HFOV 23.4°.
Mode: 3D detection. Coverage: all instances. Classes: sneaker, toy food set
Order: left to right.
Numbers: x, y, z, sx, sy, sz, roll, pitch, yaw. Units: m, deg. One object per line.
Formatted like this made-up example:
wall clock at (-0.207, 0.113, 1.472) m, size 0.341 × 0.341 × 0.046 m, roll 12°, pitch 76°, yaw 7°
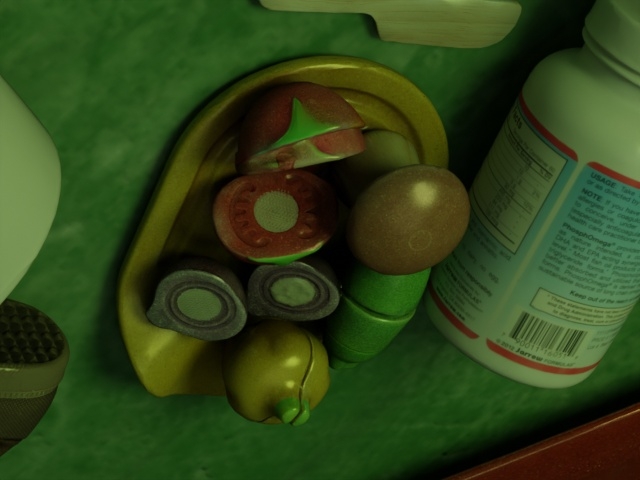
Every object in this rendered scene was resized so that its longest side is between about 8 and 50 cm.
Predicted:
sneaker at (-0.194, 0.057, 0.600) m, size 0.188 × 0.066 × 0.071 m, roll 10°, pitch 123°, yaw -28°
toy food set at (0.000, 0.000, 0.631) m, size 0.128 × 0.071 × 0.218 m, roll 9°, pitch 122°, yaw -28°

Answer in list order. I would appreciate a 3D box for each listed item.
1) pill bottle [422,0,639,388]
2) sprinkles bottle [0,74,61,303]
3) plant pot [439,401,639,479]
pill bottle at (0.112, -0.023, 0.648) m, size 0.087 × 0.087 × 0.160 m, roll 10°, pitch 122°, yaw -28°
sprinkles bottle at (-0.219, -0.101, 0.428) m, size 0.121 × 0.121 × 0.355 m, roll -33°, pitch 131°, yaw 5°
plant pot at (0.206, 0.250, 0.777) m, size 0.267 × 0.267 × 0.235 m, roll -21°, pitch 142°, yaw -5°
